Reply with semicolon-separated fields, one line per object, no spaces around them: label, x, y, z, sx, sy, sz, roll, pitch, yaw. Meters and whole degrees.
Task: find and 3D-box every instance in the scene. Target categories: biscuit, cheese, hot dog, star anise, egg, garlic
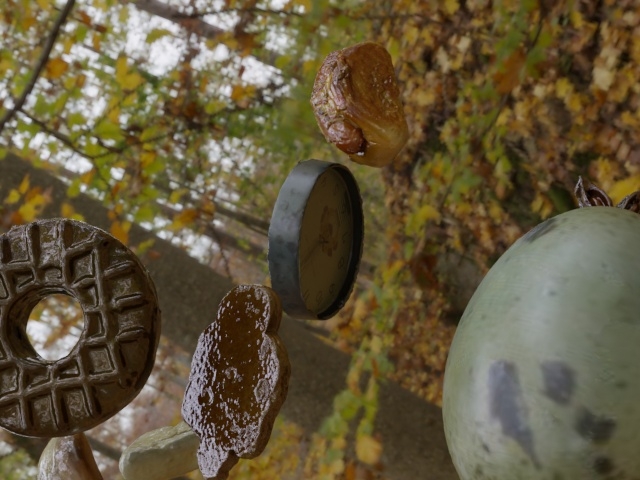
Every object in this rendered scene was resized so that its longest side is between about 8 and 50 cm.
biscuit;-0.392;0.130;1.297;0.103;0.332;0.332;71;-137;-77
cheese;-0.273;0.422;1.788;0.159;0.263;0.093;-158;52;-83
hot dog;0.063;-0.261;1.649;0.150;0.153;0.256;119;148;-51
star anise;0.563;-0.026;1.709;0.214;0.220;0.099;-38;-14;-21
egg;0.322;0.172;1.063;0.345;0.345;0.428;21;-109;-81
biscuit;-0.117;0.206;1.269;0.041;0.208;0.290;16;-94;-41
garlic;-0.421;0.429;1.515;0.115;0.206;0.128;-33;-5;-7

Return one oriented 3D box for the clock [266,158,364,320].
clock;-0.001;-0.001;1.659;0.312;0.061;0.312;6;-90;-65
